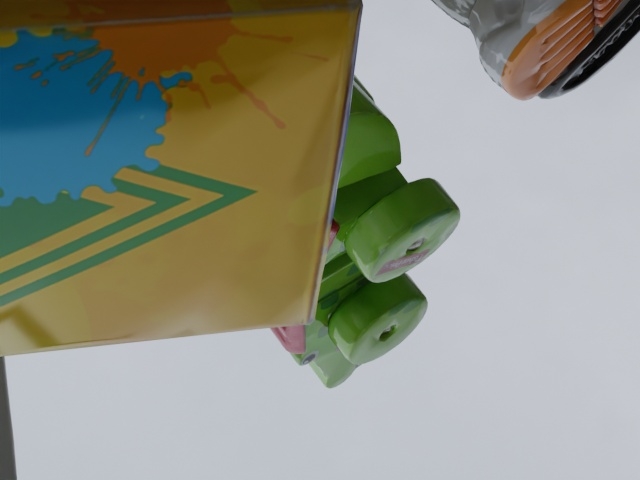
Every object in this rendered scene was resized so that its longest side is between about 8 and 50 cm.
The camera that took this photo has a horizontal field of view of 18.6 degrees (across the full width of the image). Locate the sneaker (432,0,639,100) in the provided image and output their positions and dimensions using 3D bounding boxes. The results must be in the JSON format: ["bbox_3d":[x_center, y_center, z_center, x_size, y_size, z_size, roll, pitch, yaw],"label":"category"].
[{"bbox_3d":[0.116,-0.176,0.651,0.121,0.262,0.099,43,171,15],"label":"sneaker"}]

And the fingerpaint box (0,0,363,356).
[{"bbox_3d":[-0.214,-0.168,0.673,0.371,0.163,0.445,-6,-127,-12],"label":"fingerpaint box"}]

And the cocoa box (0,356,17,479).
[{"bbox_3d":[-0.312,0.178,1.118,0.231,0.228,0.347,14,-155,-19],"label":"cocoa box"}]

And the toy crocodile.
[{"bbox_3d":[0.000,0.000,1.173,0.105,0.340,0.115,-30,-109,-18],"label":"toy crocodile"}]
